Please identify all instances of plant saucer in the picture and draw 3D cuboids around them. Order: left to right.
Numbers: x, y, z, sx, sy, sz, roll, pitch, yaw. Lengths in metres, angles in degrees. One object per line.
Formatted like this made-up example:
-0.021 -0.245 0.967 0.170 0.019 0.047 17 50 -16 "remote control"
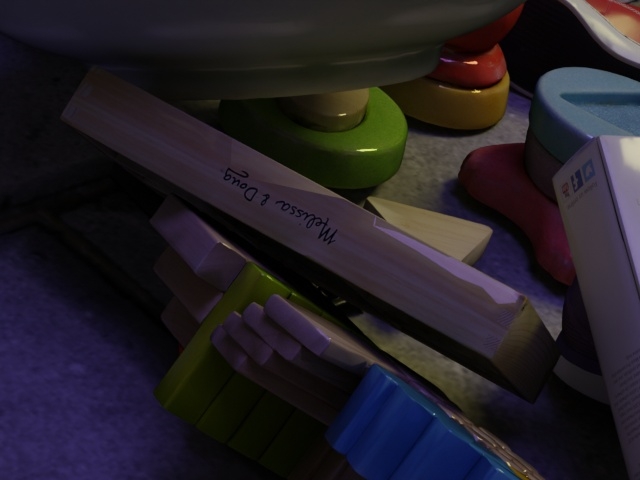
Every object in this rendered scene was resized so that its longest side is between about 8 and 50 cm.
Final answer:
-0.036 -0.147 0.976 0.401 0.100 0.400 -3 13 1 "plant saucer"

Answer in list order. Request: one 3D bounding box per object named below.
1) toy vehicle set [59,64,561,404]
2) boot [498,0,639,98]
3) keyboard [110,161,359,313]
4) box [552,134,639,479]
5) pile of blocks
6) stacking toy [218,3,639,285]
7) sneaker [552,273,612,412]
0.000 0.000 0.882 0.267 0.035 0.166 29 -5 20 "toy vehicle set"
0.232 -0.169 1.307 0.244 0.088 0.176 30 35 6 "boot"
-0.042 -0.011 1.018 0.108 0.023 0.180 -15 46 -38 "keyboard"
0.266 0.097 0.846 0.232 0.058 0.322 -1 66 -23 "box"
0.015 0.115 0.768 0.362 0.112 0.149 38 4 36 "pile of blocks"
0.102 -0.101 1.096 0.280 0.130 0.309 -13 44 -42 "stacking toy"
0.285 0.044 0.968 0.283 0.124 0.107 5 20 -17 "sneaker"
